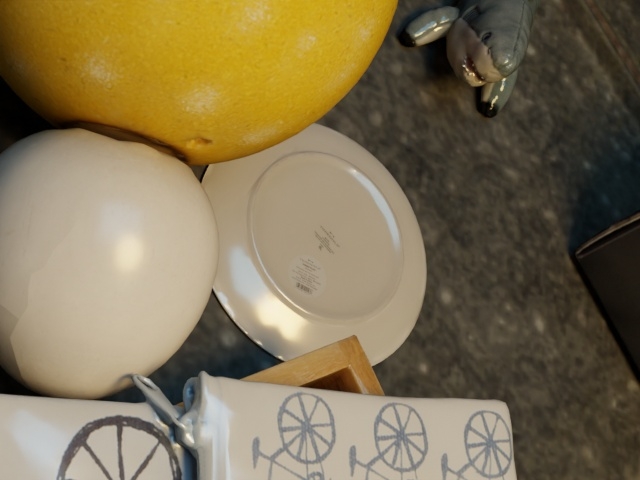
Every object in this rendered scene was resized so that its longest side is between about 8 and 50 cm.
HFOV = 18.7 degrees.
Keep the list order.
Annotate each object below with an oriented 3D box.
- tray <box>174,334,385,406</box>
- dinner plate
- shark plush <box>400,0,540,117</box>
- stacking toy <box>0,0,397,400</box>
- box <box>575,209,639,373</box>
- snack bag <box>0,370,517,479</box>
[{"bbox_3d":[0.009,0.267,0.871,0.203,0.076,0.411,-19,81,-37],"label":"tray"},{"bbox_3d":[0.000,0.000,1.014,0.141,0.017,0.141,12,65,-28],"label":"dinner plate"},{"bbox_3d":[0.119,-0.136,1.116,0.073,0.067,0.161,49,53,-6],"label":"shark plush"},{"bbox_3d":[-0.053,-0.158,0.906,0.350,0.350,0.480,18,77,-26],"label":"stacking toy"},{"bbox_3d":[0.373,0.072,1.124,0.312,0.179,0.343,-25,85,-39],"label":"box"},{"bbox_3d":[-0.044,0.207,0.794,0.342,0.037,0.323,8,67,-30],"label":"snack bag"}]
